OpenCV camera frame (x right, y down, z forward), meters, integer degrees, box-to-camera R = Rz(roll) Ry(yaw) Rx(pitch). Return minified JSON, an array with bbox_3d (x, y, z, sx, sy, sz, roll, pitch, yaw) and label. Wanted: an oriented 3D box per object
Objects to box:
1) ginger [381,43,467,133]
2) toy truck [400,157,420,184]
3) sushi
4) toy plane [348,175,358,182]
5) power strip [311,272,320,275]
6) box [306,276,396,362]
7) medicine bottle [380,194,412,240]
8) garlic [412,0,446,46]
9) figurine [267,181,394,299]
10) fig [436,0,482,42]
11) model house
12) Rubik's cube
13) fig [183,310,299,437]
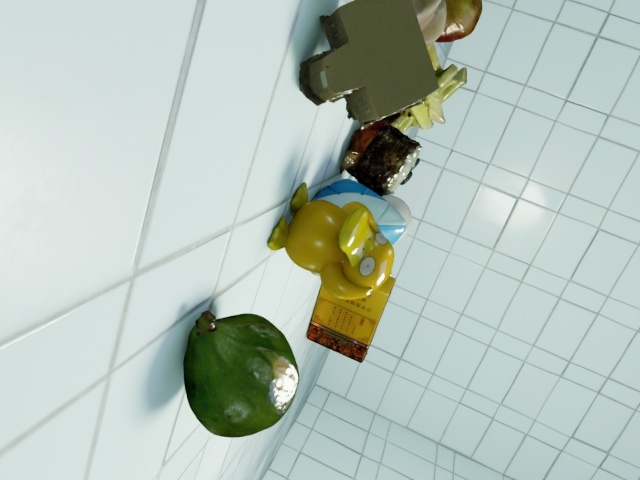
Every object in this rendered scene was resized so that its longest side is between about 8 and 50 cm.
[{"bbox_3d":[0.355,-0.506,1.719,0.413,0.211,0.358,-57,164,-45],"label":"ginger"},{"bbox_3d":[0.275,-0.289,2.053,0.165,0.147,0.224,-38,164,-17],"label":"toy truck"},{"bbox_3d":[0.166,-0.225,1.438,0.196,0.182,0.343,-64,171,14],"label":"sushi"},{"bbox_3d":[0.152,-0.149,1.692,0.251,0.101,0.255,65,36,-49],"label":"toy plane"},{"bbox_3d":[0.038,-0.003,1.663,0.092,0.034,0.268,101,15,-50],"label":"power strip"},{"bbox_3d":[0.111,0.278,2.062,0.116,0.264,0.415,-56,164,-50],"label":"box"},{"bbox_3d":[0.131,-0.032,1.447,0.130,0.130,0.341,-63,-166,-22],"label":"medicine bottle"},{"bbox_3d":[0.186,-0.454,1.151,0.325,0.132,0.279,-51,170,-43],"label":"garlic"},{"bbox_3d":[0.030,0.005,1.053,0.215,0.228,0.215,-27,123,-52],"label":"figurine"},{"bbox_3d":[0.306,-0.641,1.271,0.190,0.191,0.290,-54,147,-54],"label":"fig"},{"bbox_3d":[0.045,-0.270,0.837,0.176,0.180,0.248,-25,-168,-10],"label":"model house"},{"bbox_3d":[0.032,-0.011,1.241,0.254,0.254,0.254,23,90,-81],"label":"Rubik's cube"},{"bbox_3d":[-0.141,0.192,0.817,0.245,0.195,0.195,54,52,-37],"label":"fig"}]
